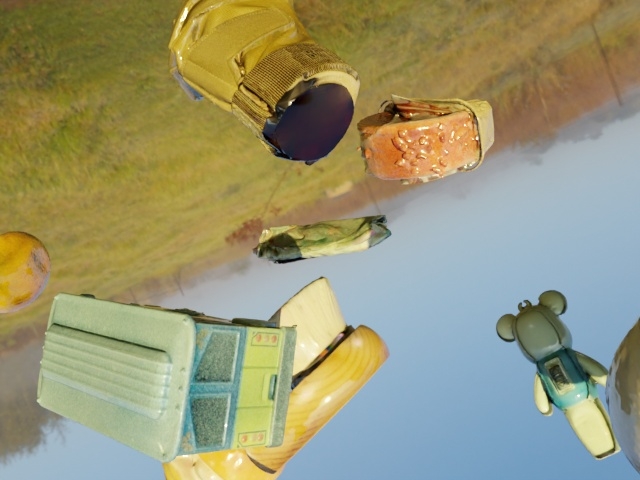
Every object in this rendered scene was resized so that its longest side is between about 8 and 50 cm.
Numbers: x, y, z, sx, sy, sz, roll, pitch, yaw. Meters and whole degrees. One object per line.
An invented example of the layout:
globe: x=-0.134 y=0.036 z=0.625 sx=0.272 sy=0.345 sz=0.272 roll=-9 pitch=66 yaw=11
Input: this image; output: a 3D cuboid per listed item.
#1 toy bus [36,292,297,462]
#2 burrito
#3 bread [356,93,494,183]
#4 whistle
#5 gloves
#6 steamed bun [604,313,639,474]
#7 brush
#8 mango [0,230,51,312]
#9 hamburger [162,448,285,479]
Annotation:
toy bus: x=-0.197 y=0.156 z=0.748 sx=0.312 sy=0.152 sz=0.190 roll=2 pitch=173 yaw=42
burrito: x=0.001 y=-0.001 z=1.316 sx=0.309 sy=0.066 sz=0.096 roll=-8 pitch=-134 yaw=17
bread: x=0.165 y=-0.179 z=1.005 sx=0.212 sy=0.142 sz=0.224 roll=-23 pitch=-157 yaw=-35
whistle: x=0.340 y=0.185 z=0.842 sx=0.114 sy=0.235 sz=0.077 roll=-35 pitch=146 yaw=21
gloves: x=-0.086 y=-0.206 z=0.644 sx=0.154 sy=0.331 sz=0.141 roll=-42 pitch=140 yaw=0
steamed bun: x=0.384 y=0.122 z=0.468 sx=0.283 sy=0.283 sz=0.177 roll=-23 pitch=-143 yaw=-1
brush: x=-0.035 y=0.199 z=0.899 sx=0.267 sy=0.166 sz=0.174 roll=-44 pitch=172 yaw=-22
mango: x=-0.460 y=0.051 z=0.898 sx=0.089 sy=0.115 sz=0.165 roll=-4 pitch=-149 yaw=-8
hamburger: x=-0.183 y=0.407 z=1.264 sx=0.237 sy=0.276 sz=0.276 roll=-54 pitch=170 yaw=26
